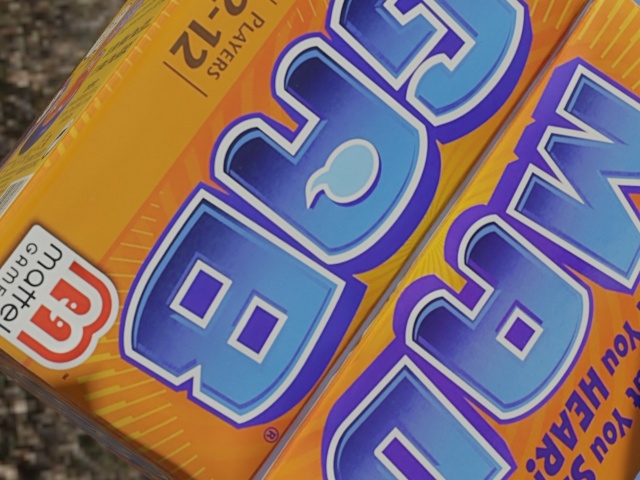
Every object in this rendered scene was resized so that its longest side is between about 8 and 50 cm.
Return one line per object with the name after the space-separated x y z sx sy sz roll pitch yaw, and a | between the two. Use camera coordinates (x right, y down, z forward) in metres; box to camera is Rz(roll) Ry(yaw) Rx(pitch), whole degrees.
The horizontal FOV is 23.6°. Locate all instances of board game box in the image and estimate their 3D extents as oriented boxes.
0.000 0.000 0.954 0.356 0.356 0.356 -55 -166 -12 | board game box
